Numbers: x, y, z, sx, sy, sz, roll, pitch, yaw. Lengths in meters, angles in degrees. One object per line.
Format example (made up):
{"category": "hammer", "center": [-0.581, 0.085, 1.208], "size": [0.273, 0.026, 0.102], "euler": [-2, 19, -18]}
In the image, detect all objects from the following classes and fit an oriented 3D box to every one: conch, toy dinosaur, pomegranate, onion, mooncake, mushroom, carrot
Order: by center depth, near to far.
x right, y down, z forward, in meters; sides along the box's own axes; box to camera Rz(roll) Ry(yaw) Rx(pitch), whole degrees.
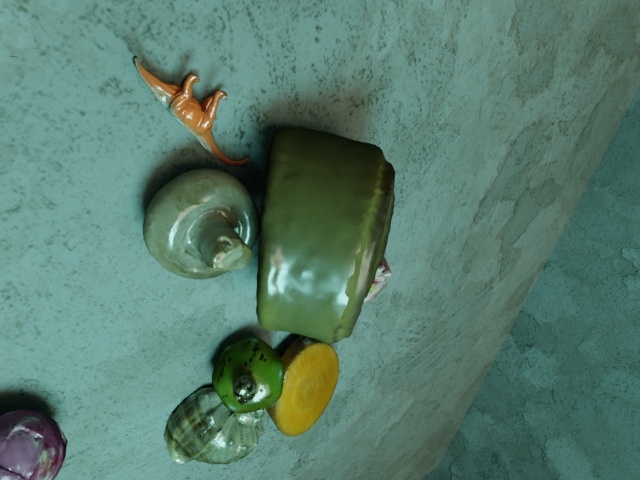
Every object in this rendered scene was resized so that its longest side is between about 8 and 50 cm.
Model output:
{"category": "toy dinosaur", "center": [-0.192, -0.207, 0.688], "size": [0.101, 0.055, 0.279], "euler": [-45, 141, 10]}
{"category": "mushroom", "center": [-0.189, -0.013, 0.724], "size": [0.204, 0.204, 0.204], "euler": [-23, 133, -27]}
{"category": "onion", "center": [-0.553, 0.397, 0.745], "size": [0.200, 0.200, 0.207], "euler": [6, 103, -43]}
{"category": "mooncake", "center": [0.000, 0.000, 0.849], "size": [0.394, 0.246, 0.393], "euler": [101, -1, -76]}
{"category": "pomegranate", "center": [-0.167, 0.326, 0.993], "size": [0.180, 0.209, 0.180], "euler": [0, 89, -8]}
{"category": "conch", "center": [-0.257, 0.491, 1.077], "size": [0.291, 0.159, 0.210], "euler": [-42, 139, -6]}
{"category": "carrot", "center": [-0.054, 0.403, 1.208], "size": [0.258, 0.100, 0.307], "euler": [-26, 127, -43]}

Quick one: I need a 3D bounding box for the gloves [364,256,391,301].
{"category": "gloves", "center": [0.108, 0.081, 1.116], "size": [0.145, 0.126, 0.241], "euler": [-22, 141, 6]}
